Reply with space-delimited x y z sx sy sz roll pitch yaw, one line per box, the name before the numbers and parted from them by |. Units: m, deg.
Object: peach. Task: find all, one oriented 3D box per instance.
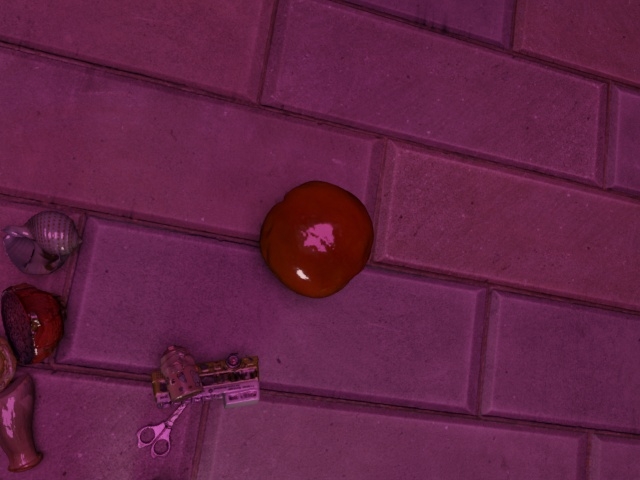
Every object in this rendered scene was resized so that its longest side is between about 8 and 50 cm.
peach | 0.000 0.000 1.699 0.302 0.342 0.343 43 73 12

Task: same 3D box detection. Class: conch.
conch | -0.755 -0.001 1.590 0.200 0.131 0.172 12 106 14

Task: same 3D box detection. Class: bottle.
bottle | -0.379 0.347 1.550 0.099 0.099 0.152 -17 72 -17

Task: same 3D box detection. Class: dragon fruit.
dragon fruit | -0.742 0.209 1.546 0.148 0.223 0.218 -15 46 -45

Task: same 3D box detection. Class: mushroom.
mushroom | -0.805 0.483 1.524 0.096 0.108 0.246 -15 82 24

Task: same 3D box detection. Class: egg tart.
egg tart | -0.896 0.328 1.521 0.197 0.078 0.196 1 82 -6

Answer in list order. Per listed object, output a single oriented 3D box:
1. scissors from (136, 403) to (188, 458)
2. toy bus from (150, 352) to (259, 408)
scissors | -0.431 0.520 1.659 0.110 0.021 0.212 40 74 -4
toy bus | -0.322 0.411 1.646 0.302 0.113 0.139 -5 66 -16
